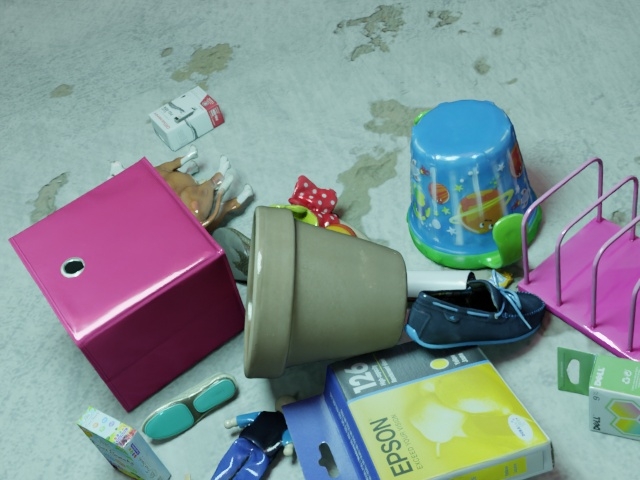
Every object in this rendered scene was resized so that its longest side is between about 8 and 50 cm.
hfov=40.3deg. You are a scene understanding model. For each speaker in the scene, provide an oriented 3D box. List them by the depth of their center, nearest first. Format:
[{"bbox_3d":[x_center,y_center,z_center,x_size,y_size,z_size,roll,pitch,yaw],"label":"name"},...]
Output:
[{"bbox_3d":[0.185,0.076,1.442,0.136,0.055,0.055,0,47,28],"label":"speaker"}]

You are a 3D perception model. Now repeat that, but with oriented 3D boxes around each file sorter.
[{"bbox_3d":[0.471,0.033,1.316,0.202,0.182,0.290,-37,48,-18],"label":"file sorter"}]

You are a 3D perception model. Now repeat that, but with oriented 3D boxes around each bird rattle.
[{"bbox_3d":[0.000,0.000,1.539,0.207,0.143,0.253,31,19,9],"label":"bird rattle"}]

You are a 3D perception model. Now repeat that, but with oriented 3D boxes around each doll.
[{"bbox_3d":[-0.099,0.308,1.328,0.129,0.046,0.189,22,58,32],"label":"doll"}]

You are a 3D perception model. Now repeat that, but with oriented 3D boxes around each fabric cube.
[{"bbox_3d":[-0.305,0.073,1.439,0.258,0.259,0.254,-34,59,-14],"label":"fabric cube"}]

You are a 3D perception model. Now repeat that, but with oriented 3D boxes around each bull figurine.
[{"bbox_3d":[-0.287,-0.104,1.739,0.310,0.101,0.188,27,58,36],"label":"bull figurine"}]

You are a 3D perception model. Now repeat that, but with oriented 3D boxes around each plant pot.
[{"bbox_3d":[0.004,0.084,1.317,0.229,0.263,0.263,5,46,-8],"label":"plant pot"}]

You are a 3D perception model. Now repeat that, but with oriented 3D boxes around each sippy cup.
[{"bbox_3d":[0.250,-0.109,1.488,0.305,0.224,0.240,20,55,33],"label":"sippy cup"}]

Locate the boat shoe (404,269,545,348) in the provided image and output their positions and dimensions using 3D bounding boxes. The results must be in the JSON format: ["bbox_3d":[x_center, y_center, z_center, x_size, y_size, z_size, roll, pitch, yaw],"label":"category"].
[{"bbox_3d":[0.249,0.104,1.315,0.258,0.089,0.109,-9,27,-37],"label":"boat shoe"}]

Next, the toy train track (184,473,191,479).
[{"bbox_3d":[-0.214,0.382,1.318,0.083,0.014,0.048,-16,52,10],"label":"toy train track"}]

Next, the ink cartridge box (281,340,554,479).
[{"bbox_3d":[0.115,0.252,1.217,0.307,0.072,0.303,-14,27,-9],"label":"ink cartridge box"}]

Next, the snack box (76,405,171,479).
[{"bbox_3d":[-0.295,0.315,1.314,0.100,0.141,0.037,16,55,29],"label":"snack box"}]

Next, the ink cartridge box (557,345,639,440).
[{"bbox_3d":[0.426,0.220,1.205,0.209,0.109,0.062,9,50,25],"label":"ink cartridge box"}]

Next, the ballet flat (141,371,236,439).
[{"bbox_3d":[-0.211,0.267,1.409,0.168,0.057,0.052,-26,18,-13],"label":"ballet flat"}]

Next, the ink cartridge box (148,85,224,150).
[{"bbox_3d":[-0.297,-0.271,1.931,0.135,0.056,0.099,-33,48,-15],"label":"ink cartridge box"}]

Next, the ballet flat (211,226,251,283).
[{"bbox_3d":[-0.110,0.045,1.577,0.250,0.084,0.058,28,19,39],"label":"ballet flat"}]

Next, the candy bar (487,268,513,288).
[{"bbox_3d":[0.259,0.104,1.431,0.040,0.018,0.161,28,61,35],"label":"candy bar"}]
